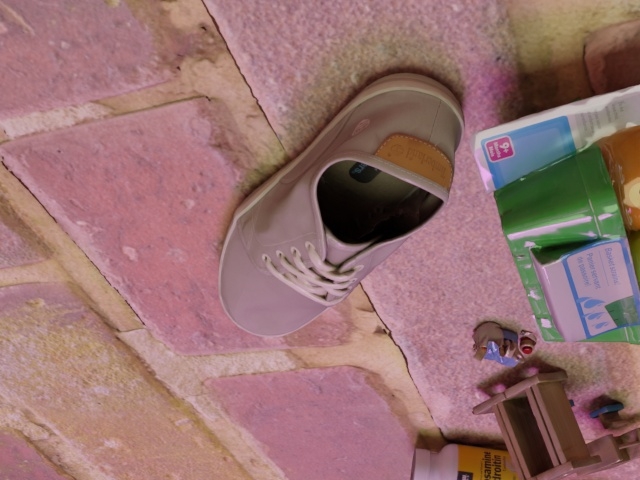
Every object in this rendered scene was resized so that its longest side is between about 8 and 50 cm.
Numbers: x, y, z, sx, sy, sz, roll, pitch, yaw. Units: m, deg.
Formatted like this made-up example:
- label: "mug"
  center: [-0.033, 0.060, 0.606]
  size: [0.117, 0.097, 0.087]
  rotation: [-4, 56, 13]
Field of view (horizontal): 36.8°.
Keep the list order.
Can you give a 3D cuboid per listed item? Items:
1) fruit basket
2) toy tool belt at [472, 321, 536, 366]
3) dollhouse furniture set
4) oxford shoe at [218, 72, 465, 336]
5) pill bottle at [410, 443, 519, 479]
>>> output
- label: "fruit basket"
  center: [0.354, -0.026, 0.928]
  size: [0.353, 0.165, 0.327]
  rotation: [-11, 136, 18]
- label: "toy tool belt"
  center: [0.234, 0.142, 1.229]
  size: [0.083, 0.051, 0.052]
  rotation: [15, 140, -7]
- label: "dollhouse furniture set"
  center: [0.330, 0.261, 1.325]
  size: [0.183, 0.129, 0.129]
  rotation: [2, 151, -40]
- label: "oxford shoe"
  center: [0.000, 0.000, 1.053]
  size: [0.169, 0.130, 0.449]
  rotation: [23, 139, -18]
- label: "pill bottle"
  center: [0.230, 0.361, 1.446]
  size: [0.184, 0.103, 0.103]
  rotation: [7, 140, 2]
